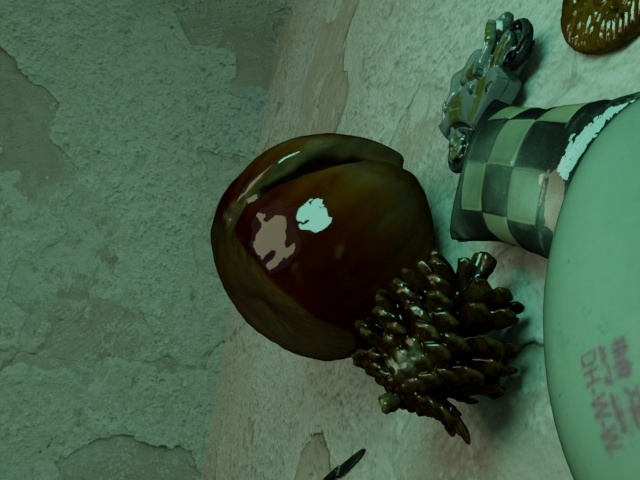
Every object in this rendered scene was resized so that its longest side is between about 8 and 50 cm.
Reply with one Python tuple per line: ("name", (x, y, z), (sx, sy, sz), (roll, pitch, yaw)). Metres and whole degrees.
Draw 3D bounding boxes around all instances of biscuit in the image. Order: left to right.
("biscuit", (0.334, -0.301, 0.712), (0.188, 0.027, 0.188), (-165, 90, -73))

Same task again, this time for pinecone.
("pinecone", (0.144, 0.109, 0.736), (0.212, 0.185, 0.168), (-54, -4, 7))

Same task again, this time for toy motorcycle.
("toy motorcycle", (0.227, -0.214, 0.911), (0.152, 0.073, 0.225), (-101, 29, -60))

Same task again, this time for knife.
("knife", (0.040, 0.399, 1.116), (0.170, 0.010, 0.023), (123, 156, -44))

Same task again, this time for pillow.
("pillow", (0.237, -0.067, 0.697), (0.250, 0.105, 0.186), (-151, 76, -69))

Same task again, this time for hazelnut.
("hazelnut", (0.000, 0.000, 1.024), (0.409, 0.358, 0.360), (-30, 48, 57))

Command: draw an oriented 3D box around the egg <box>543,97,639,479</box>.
("egg", (0.245, 0.051, 0.360), (0.230, 0.229, 0.371), (123, 161, -47))
